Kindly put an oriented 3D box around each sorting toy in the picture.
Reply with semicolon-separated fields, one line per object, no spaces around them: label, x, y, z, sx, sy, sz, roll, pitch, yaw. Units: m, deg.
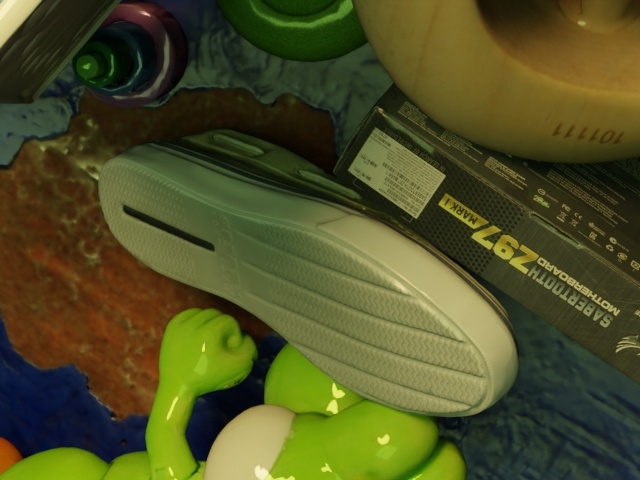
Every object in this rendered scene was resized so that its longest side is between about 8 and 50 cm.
sorting toy;0.002;-0.172;1.000;0.365;0.126;0.127;-26;96;16

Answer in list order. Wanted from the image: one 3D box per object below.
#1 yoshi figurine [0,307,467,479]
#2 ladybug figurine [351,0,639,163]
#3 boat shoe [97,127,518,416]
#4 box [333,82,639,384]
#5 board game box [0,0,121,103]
yoshi figurine;-0.063;0.152;1.089;0.362;0.203;0.203;-20;63;28
ladybug figurine;0.165;-0.217;0.766;0.305;0.162;0.449;8;142;-15
boat shoe;0.000;0.000;0.993;0.302;0.094;0.109;28;137;33
box;0.144;-0.032;0.967;0.232;0.183;0.059;34;129;2
board game box;-0.041;-0.229;0.809;0.050;0.390;0.390;40;90;-7
